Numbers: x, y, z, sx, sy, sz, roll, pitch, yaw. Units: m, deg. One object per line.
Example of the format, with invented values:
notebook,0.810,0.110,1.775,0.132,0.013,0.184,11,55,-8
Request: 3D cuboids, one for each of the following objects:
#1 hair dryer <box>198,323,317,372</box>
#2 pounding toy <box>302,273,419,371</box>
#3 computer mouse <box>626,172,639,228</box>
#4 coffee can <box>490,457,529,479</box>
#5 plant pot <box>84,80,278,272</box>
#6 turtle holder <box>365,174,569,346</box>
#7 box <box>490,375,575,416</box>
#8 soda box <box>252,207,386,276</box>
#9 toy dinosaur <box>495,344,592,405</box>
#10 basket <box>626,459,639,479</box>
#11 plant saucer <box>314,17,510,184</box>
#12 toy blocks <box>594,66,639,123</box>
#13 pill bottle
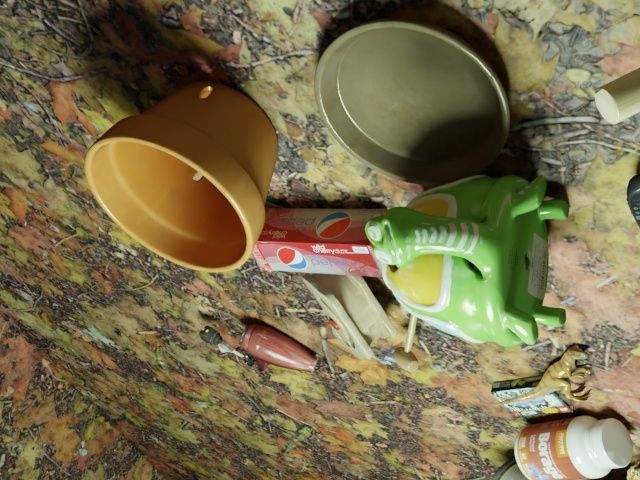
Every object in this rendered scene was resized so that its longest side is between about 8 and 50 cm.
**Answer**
hair dryer,-0.134,0.270,1.720,0.293,0.080,0.223,7,156,36
pounding toy,0.094,0.133,1.368,0.270,0.155,0.154,56,166,-21
computer mouse,0.477,-0.016,0.952,0.071,0.041,0.242,-6,139,37
coffee can,0.517,0.603,1.492,0.201,0.202,0.275,43,163,-21
plant pot,-0.199,-0.119,1.127,0.290,0.204,0.291,18,144,13
turtle holder,0.198,0.035,0.966,0.227,0.320,0.244,3,110,33
box,0.428,0.317,1.410,0.094,0.027,0.137,42,143,-20
soda box,0.000,0.000,1.239,0.263,0.092,0.083,2,138,32
toy dinosaur,0.441,0.265,1.309,0.112,0.064,0.211,34,126,2
basket,0.750,0.477,1.340,0.299,0.223,0.213,56,170,-34
plant saucer,0.125,-0.189,0.960,0.277,0.041,0.278,18,144,14
toy blocks,0.398,-0.219,0.559,0.260,0.309,0.289,-25,121,-1
pill bottle,0.509,0.420,1.406,0.121,0.121,0.216,37,144,-13
